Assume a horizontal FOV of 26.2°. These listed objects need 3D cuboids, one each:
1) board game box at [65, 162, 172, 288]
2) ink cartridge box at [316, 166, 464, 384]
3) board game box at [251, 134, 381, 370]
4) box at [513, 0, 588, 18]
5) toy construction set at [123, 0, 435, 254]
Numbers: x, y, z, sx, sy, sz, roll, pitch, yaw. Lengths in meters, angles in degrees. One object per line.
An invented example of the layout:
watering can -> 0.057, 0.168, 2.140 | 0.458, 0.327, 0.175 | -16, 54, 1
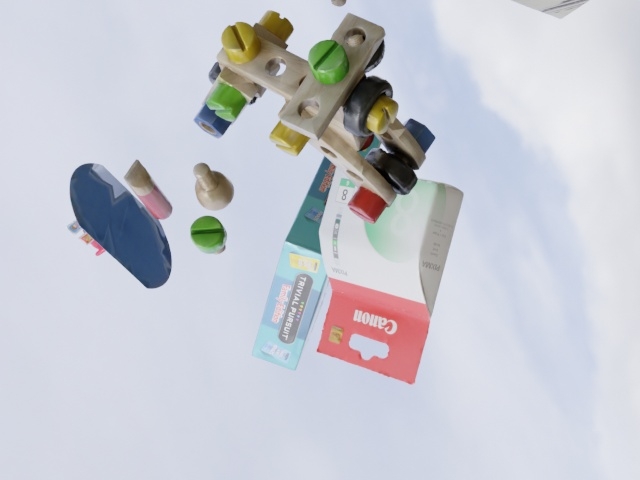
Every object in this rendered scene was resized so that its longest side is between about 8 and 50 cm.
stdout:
board game box -> -0.242, -0.012, 1.606 | 0.168, 0.033, 0.133 | 46, -155, -26
ink cartridge box -> 0.061, 0.034, 1.571 | 0.056, 0.181, 0.224 | 18, -93, -39
board game box -> 0.000, 0.000, 2.171 | 0.079, 0.254, 0.336 | 20, -138, 3
box -> 0.313, -0.353, 1.441 | 0.094, 0.275, 0.113 | 11, -119, -38
toy construction set -> -0.052, -0.126, 1.335 | 0.257, 0.309, 0.237 | 56, 178, 17
